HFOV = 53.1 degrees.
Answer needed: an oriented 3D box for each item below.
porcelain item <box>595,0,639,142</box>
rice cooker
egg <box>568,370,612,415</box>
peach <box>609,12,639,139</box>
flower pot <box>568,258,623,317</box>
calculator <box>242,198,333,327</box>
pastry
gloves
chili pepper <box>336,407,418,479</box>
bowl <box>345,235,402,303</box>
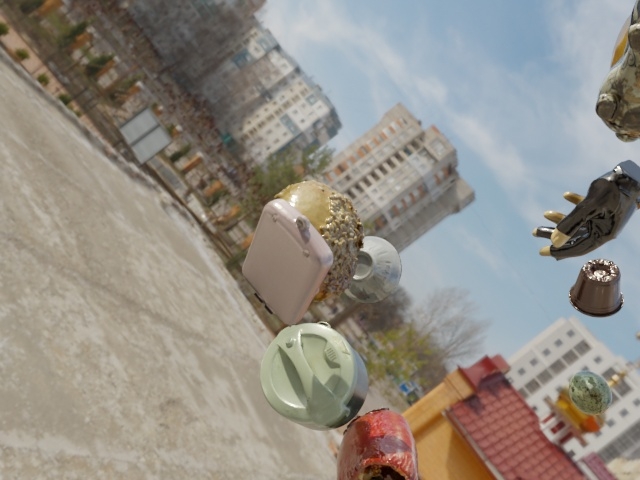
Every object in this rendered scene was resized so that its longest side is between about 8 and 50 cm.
[{"bbox_3d":[0.523,-0.298,0.993,0.137,0.186,0.288,13,-35,16],"label":"porcelain item"},{"bbox_3d":[-0.014,0.388,1.790,0.288,0.288,0.277,52,-2,25],"label":"rice cooker"},{"bbox_3d":[0.585,0.330,1.395,0.085,0.085,0.110,53,15,-15],"label":"egg"},{"bbox_3d":[0.705,-0.322,1.210,0.307,0.333,0.308,12,-17,4],"label":"peach"},{"bbox_3d":[0.582,0.093,1.343,0.111,0.111,0.089,51,-18,45],"label":"flower pot"},{"bbox_3d":[-0.041,0.027,0.726,0.100,0.032,0.175,48,-37,16],"label":"calculator"},{"bbox_3d":[0.000,0.000,1.497,0.315,0.184,0.285,-37,121,-67],"label":"pastry"},{"bbox_3d":[0.627,-0.057,1.495,0.197,0.301,0.152,-18,77,-48],"label":"gloves"},{"bbox_3d":[0.154,0.641,1.815,0.305,0.251,0.229,-36,108,-80],"label":"chili pepper"},{"bbox_3d":[0.118,0.074,1.728,0.189,0.189,0.086,52,11,22],"label":"bowl"}]
